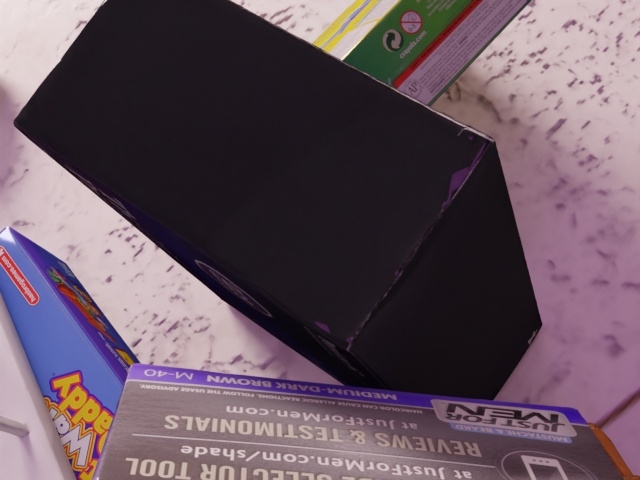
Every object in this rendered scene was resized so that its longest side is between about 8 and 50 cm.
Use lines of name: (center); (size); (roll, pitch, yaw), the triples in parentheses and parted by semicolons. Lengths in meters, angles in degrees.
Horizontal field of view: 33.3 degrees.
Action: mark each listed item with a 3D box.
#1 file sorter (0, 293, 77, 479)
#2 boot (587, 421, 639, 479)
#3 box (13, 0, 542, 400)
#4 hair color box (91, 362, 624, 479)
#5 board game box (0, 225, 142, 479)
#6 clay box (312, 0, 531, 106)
file sorter: (-0.249, 0.125, 0.518); (0.193, 0.173, 0.278); (-32, 66, 3)
boot: (0.120, 0.246, 0.484); (0.109, 0.283, 0.220); (-1, 32, -25)
box: (0.000, 0.000, 0.530); (0.184, 0.261, 0.103); (29, 81, 23)
hair color box: (-0.004, 0.229, 0.420); (0.185, 0.110, 0.339); (7, 107, -5)
board game box: (-0.161, 0.194, 0.605); (0.233, 0.078, 0.347); (-41, 65, -1)
clay box: (0.032, -0.108, 0.615); (0.053, 0.222, 0.127); (45, 83, -11)
